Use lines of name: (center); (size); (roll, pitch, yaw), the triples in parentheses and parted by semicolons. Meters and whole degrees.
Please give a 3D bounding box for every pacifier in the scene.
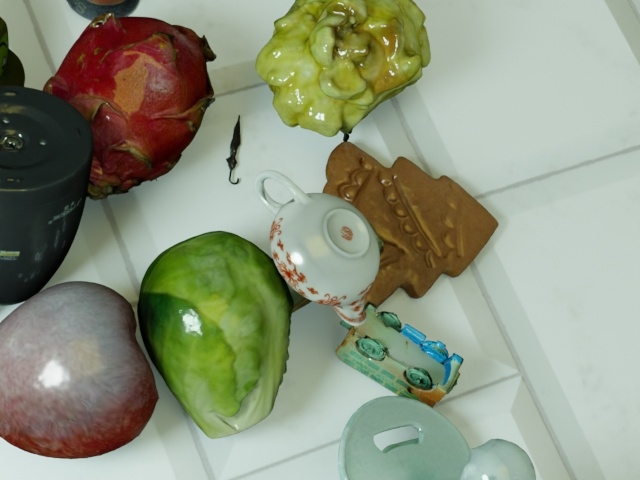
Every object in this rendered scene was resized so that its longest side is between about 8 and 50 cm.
pacifier: (0.187, 0.344, 1.754); (0.288, 0.269, 0.343); (-10, 71, -44)

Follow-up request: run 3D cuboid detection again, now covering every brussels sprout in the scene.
brussels sprout: (-0.138, 0.125, 1.797); (0.210, 0.219, 0.271); (-16, 92, -29)

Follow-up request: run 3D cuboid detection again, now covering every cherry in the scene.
cherry: (-0.338, 0.173, 1.726); (0.239, 0.206, 0.239); (5, 74, -18)

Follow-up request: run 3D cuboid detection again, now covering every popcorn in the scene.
popcorn: (0.040, -0.282, 2.021); (0.286, 0.252, 0.215); (-42, 122, -22)

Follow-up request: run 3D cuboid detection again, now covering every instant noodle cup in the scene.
instant noodle cup: (-0.330, -0.422, 2.031); (0.127, 0.135, 0.127); (6, 66, -13)

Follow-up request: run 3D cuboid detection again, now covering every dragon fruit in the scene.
dragon fruit: (-0.273, -0.205, 1.896); (0.250, 0.250, 0.315); (44, 71, 8)

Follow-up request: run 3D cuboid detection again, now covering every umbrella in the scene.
umbrella: (-0.132, -0.141, 2.022); (0.022, 0.013, 0.122); (12, 63, -22)

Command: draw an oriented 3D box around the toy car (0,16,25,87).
toy car: (-0.522, -0.260, 1.845); (0.248, 0.198, 0.204); (39, 44, -19)

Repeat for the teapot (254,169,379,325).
teapot: (0.000, 0.000, 1.791); (0.159, 0.116, 0.245); (-33, 83, -31)

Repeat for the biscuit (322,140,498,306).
biscuit: (0.128, -0.025, 2.017); (0.306, 0.043, 0.284); (-2, 67, -15)

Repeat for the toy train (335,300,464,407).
toy train: (0.110, 0.164, 1.899); (0.188, 0.099, 0.072); (31, 60, 2)

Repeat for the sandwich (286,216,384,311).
sandwich: (0.002, 0.038, 1.941); (0.079, 0.163, 0.113); (56, 24, 13)

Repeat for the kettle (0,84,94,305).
kettle: (-0.435, -0.019, 1.735); (0.207, 0.290, 0.268); (31, 43, 13)
